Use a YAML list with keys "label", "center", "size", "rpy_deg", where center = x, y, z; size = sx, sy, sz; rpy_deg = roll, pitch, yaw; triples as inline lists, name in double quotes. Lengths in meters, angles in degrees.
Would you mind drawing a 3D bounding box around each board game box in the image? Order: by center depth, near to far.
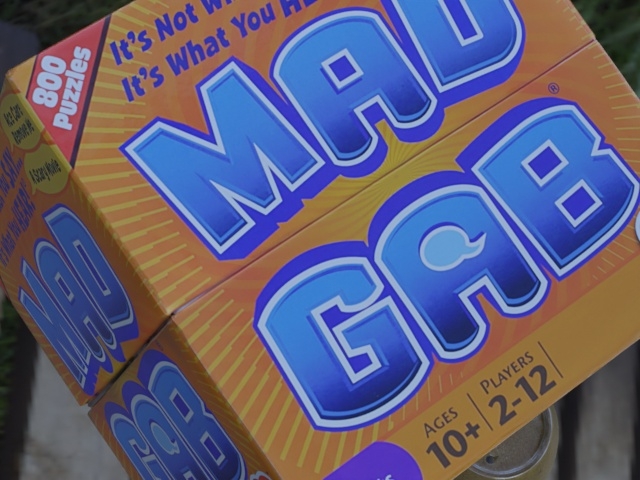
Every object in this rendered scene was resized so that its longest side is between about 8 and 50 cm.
- label: "board game box"
  center: [0.000, 0.000, 1.182]
  size: [0.356, 0.356, 0.356]
  rpy_deg: [-33, 86, -22]

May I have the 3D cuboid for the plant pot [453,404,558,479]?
- label: "plant pot"
  center: [0.175, 0.215, 1.855]
  size: [0.237, 0.254, 0.237]
  rpy_deg: [1, 78, -6]
